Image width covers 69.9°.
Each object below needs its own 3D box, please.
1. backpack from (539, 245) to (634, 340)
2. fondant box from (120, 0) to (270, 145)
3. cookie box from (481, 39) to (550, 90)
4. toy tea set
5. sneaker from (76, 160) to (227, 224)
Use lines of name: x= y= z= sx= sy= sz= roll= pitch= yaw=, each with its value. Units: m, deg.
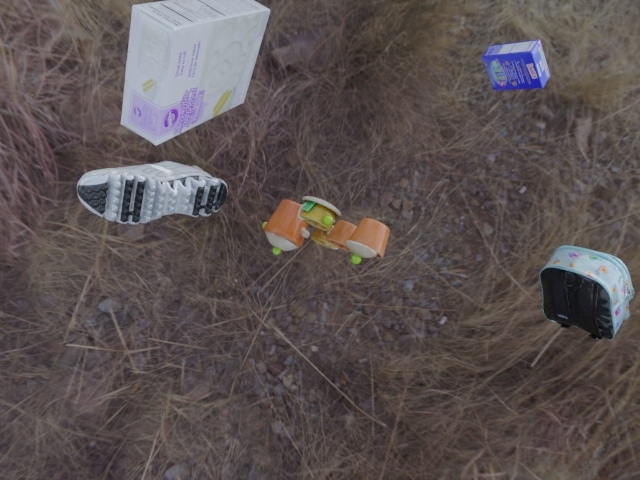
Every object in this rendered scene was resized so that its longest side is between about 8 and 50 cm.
backpack: x=0.565 y=0.097 z=0.978 sx=0.144 sy=0.166 sz=0.188 roll=-46 pitch=125 yaw=-15
fondant box: x=-0.252 y=-0.366 z=0.952 sx=0.096 sy=0.238 sz=0.330 roll=33 pitch=39 yaw=7
cookie box: x=0.396 y=-0.353 z=0.931 sx=0.040 sy=0.107 sz=0.092 roll=-56 pitch=131 yaw=-15
toy tea set: x=0.000 y=0.000 z=0.982 sx=0.200 sy=0.336 sz=0.124 roll=28 pitch=81 yaw=-20
sneaker: x=-0.334 y=-0.106 z=0.911 sx=0.292 sy=0.110 sz=0.118 roll=-5 pitch=42 yaw=-47
